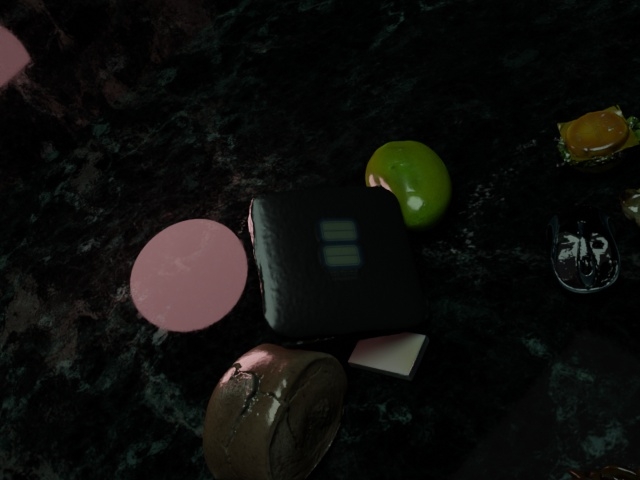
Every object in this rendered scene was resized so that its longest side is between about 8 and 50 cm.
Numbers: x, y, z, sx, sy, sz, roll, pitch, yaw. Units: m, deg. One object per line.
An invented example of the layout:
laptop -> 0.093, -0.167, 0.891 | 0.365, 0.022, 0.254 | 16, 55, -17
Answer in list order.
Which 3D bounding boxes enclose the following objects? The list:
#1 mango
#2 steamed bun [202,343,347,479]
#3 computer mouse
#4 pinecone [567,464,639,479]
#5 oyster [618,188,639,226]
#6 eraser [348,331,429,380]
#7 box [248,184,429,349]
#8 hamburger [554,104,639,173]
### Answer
mango -> 0.220, -0.132, 1.771 | 0.185, 0.149, 0.273 | -29, 48, -9
steamed bun -> -0.108, 0.337, 1.477 | 0.251, 0.199, 0.301 | 7, 55, 35
computer mouse -> 0.532, 0.008, 1.500 | 0.137, 0.096, 0.233 | -13, 44, 19
pinecone -> 0.469, 0.448, 0.917 | 0.397, 0.398, 0.398 | -16, 45, 16
oyster -> 0.686, 0.019, 1.380 | 0.197, 0.133, 0.337 | -16, 48, 5
eraser -> 0.142, 0.234, 1.562 | 0.150, 0.023, 0.104 | 7, 54, 35
box -> 0.033, 0.048, 1.582 | 0.359, 0.091, 0.350 | -5, 64, -16
hamburger -> 0.624, -0.218, 1.661 | 0.189, 0.093, 0.164 | -11, 48, 23
